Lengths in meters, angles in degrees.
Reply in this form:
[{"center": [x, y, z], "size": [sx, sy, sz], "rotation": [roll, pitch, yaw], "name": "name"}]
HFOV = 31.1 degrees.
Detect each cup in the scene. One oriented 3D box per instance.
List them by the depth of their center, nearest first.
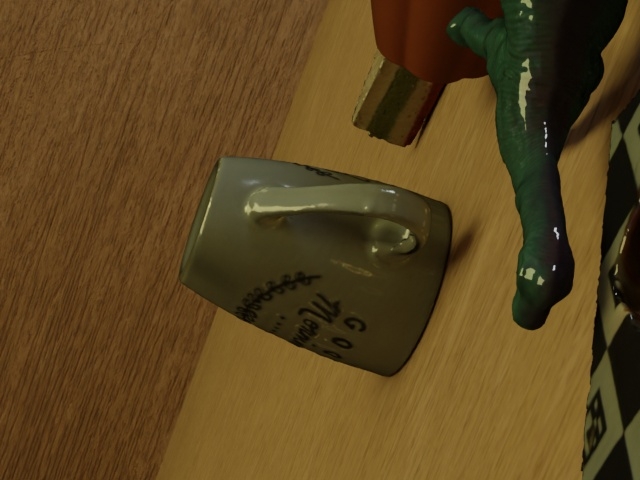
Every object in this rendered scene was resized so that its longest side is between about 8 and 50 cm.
[{"center": [0.000, 0.000, 1.115], "size": [0.258, 0.234, 0.186], "rotation": [131, 156, -62], "name": "cup"}]

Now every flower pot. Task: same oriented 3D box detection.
[{"center": [0.124, -0.251, 1.084], "size": [0.173, 0.191, 0.190], "rotation": [103, 178, -47], "name": "flower pot"}]

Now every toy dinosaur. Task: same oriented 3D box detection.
[{"center": [0.161, -0.164, 0.709], "size": [0.331, 0.129, 0.383], "rotation": [-75, -3, -77], "name": "toy dinosaur"}]

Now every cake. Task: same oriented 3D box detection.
[{"center": [0.113, -0.234, 1.358], "size": [0.117, 0.086, 0.220], "rotation": [-85, 17, -55], "name": "cake"}]

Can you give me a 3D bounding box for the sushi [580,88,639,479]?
[{"center": [0.196, 0.002, 0.474], "size": [0.292, 0.059, 0.294], "rotation": [116, 168, -63], "name": "sushi"}]
